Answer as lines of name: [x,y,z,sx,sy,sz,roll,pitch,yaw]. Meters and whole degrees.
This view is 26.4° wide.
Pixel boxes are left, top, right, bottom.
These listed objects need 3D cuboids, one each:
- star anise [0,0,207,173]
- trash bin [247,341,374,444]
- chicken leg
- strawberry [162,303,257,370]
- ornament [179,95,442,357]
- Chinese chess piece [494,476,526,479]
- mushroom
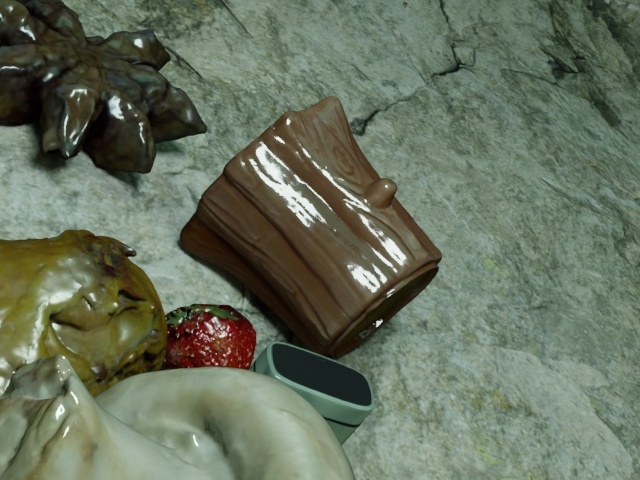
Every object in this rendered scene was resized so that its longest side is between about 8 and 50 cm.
star anise: [-0.274,-0.188,1.548,0.315,0.108,0.315,20,39,-17]
trash bin: [-0.032,0.167,1.278,0.116,0.130,0.059,23,33,-23]
chicken leg: [-0.319,0.088,1.083,0.410,0.182,0.295,20,50,-20]
strawberry: [-0.110,0.108,1.329,0.106,0.106,0.106,26,31,-18]
ornament: [0.000,0.000,1.493,0.217,0.235,0.221,49,5,11]
Chinese chess piece: [0.212,0.311,1.405,0.144,0.058,0.144,26,32,-17]
mushroom: [-0.122,0.204,0.941,0.290,0.298,0.297,55,9,-48]
